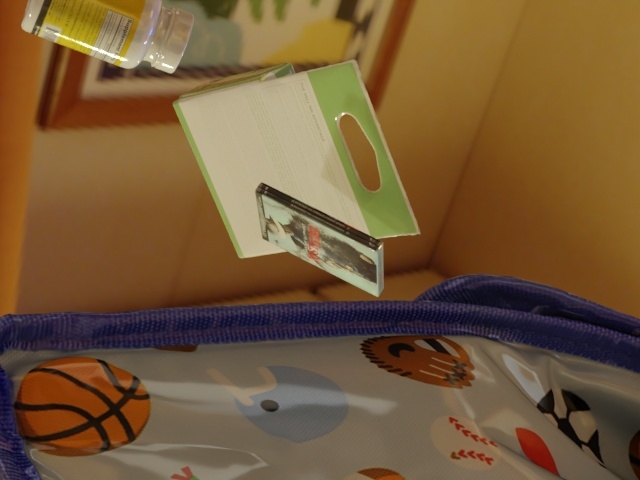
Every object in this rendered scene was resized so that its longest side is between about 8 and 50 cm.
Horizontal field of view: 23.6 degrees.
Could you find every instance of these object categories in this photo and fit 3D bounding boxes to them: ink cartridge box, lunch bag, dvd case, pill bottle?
[{"bbox_3d":[-0.013,-0.078,1.404,0.235,0.171,0.056,-8,-160,41],"label":"ink cartridge box"},{"bbox_3d":[0.020,0.195,0.697,0.385,0.328,0.239,-2,-136,-26],"label":"lunch bag"},{"bbox_3d":[0.000,0.000,1.306,0.119,0.087,0.013,28,-114,16],"label":"dvd case"},{"bbox_3d":[-0.156,-0.165,1.127,0.116,0.065,0.065,20,-157,-16],"label":"pill bottle"}]
